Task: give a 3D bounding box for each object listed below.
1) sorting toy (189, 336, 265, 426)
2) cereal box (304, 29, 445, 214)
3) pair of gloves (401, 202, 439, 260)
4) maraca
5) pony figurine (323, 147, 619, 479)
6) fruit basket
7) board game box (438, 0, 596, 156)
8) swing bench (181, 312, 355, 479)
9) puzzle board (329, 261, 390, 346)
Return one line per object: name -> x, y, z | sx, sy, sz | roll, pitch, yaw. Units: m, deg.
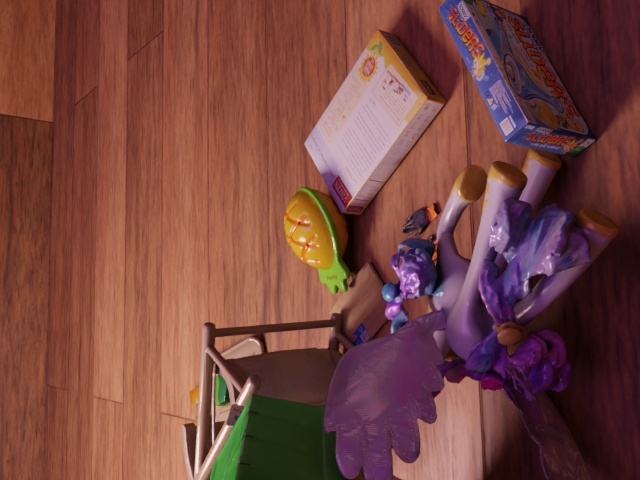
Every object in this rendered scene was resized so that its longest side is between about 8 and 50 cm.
sorting toy -> -0.194, 0.348, 1.329 | 0.307, 0.041, 0.229 | -35, 60, 45
cereal box -> 0.076, -0.182, 1.025 | 0.240, 0.047, 0.173 | -53, 48, 36
pair of gloves -> 0.151, -0.006, 0.943 | 0.074, 0.010, 0.083 | -39, 57, 44
maraca -> 0.000, 0.000, 1.070 | 0.186, 0.099, 0.127 | 69, 159, 0
pony figurine -> 0.177, 0.099, 0.732 | 0.351, 0.302, 0.364 | -88, 18, -62
fruit basket -> 0.041, 0.327, 0.687 | 0.166, 0.353, 0.327 | -55, 9, 10
board game box -> 0.229, -0.195, 0.758 | 0.035, 0.136, 0.201 | -43, 55, 42
swing bench -> -0.057, 0.263, 0.979 | 0.165, 0.253, 0.255 | 36, 118, 48
puzzle board -> 0.067, 0.111, 1.040 | 0.128, 0.011, 0.096 | -57, 48, 33
